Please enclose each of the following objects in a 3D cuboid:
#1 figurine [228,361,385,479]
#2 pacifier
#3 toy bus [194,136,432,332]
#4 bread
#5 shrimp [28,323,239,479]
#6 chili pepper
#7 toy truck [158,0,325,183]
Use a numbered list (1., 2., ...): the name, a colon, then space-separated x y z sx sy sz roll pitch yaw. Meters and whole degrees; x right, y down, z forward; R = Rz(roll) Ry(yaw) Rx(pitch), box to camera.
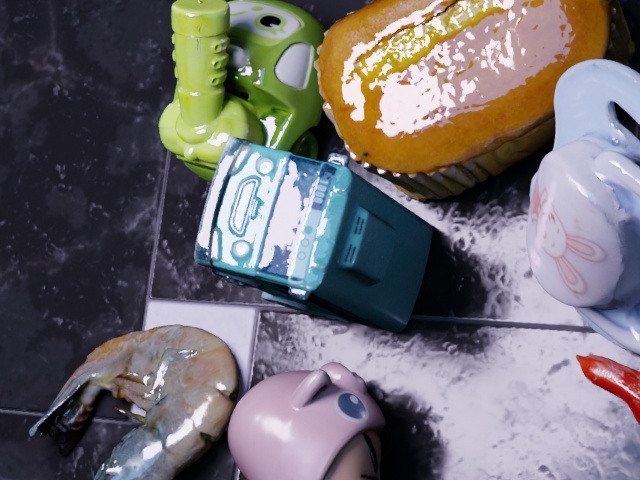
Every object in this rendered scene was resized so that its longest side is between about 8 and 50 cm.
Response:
1. figurine: -0.027 0.251 1.764 0.186 0.176 0.287 32 85 8
2. pacifier: 0.297 -0.036 1.670 0.226 0.287 0.238 -27 54 -25
3. toy bus: 0.000 0.000 1.750 0.147 0.256 0.128 13 84 22
4. bread: 0.140 -0.170 1.785 0.288 0.156 0.204 -26 71 14
5. shrimp: -0.207 0.194 1.899 0.178 0.075 0.289 42 97 34
6. chili pepper: 0.301 0.150 1.693 0.191 0.059 0.050 31 99 24
7. toy truck: -0.084 -0.139 1.858 0.148 0.210 0.187 17 103 26
